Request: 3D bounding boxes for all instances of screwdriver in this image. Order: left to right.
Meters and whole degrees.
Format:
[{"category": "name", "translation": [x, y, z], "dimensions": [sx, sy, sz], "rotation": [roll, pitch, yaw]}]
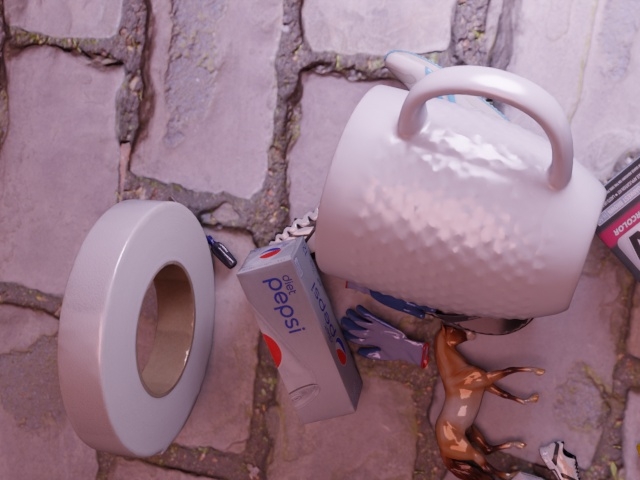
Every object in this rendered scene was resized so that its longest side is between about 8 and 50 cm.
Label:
[{"category": "screwdriver", "translation": [-0.202, -0.017, 1.418], "dimensions": [0.024, 0.025, 0.170], "rotation": [-46, 76, 17]}]

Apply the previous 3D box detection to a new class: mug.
[{"category": "mug", "translation": [0.196, -0.066, 1.080], "dimensions": [0.328, 0.276, 0.374], "rotation": [18, 142, 16]}]

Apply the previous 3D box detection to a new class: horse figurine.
[{"category": "horse figurine", "translation": [0.246, 0.274, 1.309], "dimensions": [0.174, 0.066, 0.263], "rotation": [12, 100, 11]}]

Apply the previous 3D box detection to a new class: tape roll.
[{"category": "tape roll", "translation": [-0.263, 0.132, 1.260], "dimensions": [0.072, 0.392, 0.392], "rotation": [3, 98, 15]}]

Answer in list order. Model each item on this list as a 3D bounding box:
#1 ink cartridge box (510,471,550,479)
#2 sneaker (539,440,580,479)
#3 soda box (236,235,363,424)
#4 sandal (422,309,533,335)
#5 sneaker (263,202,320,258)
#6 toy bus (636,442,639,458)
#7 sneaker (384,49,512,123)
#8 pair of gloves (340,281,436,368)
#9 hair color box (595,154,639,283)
[{"category": "ink cartridge box", "translation": [0.287, 0.517, 1.258], "dimensions": [0.273, 0.115, 0.198], "rotation": [-48, 43, 16]}, {"category": "sneaker", "translation": [0.389, 0.363, 1.296], "dimensions": [0.044, 0.040, 0.109], "rotation": [-36, 88, 15]}, {"category": "soda box", "translation": [-0.029, 0.145, 1.313], "dimensions": [0.098, 0.091, 0.286], "rotation": [-15, 110, 17]}, {"category": "sandal", "translation": [0.212, 0.091, 1.291], "dimensions": [0.254, 0.054, 0.097], "rotation": [8, 90, 14]}, {"category": "sneaker", "translation": [0.000, 0.000, 1.331], "dimensions": [0.234, 0.078, 0.106], "rotation": [-39, 84, 14]}, {"category": "toy bus", "translation": [0.569, 0.316, 1.207], "dimensions": [0.191, 0.104, 0.202], "rotation": [15, 102, 12]}, {"category": "sneaker", "translation": [0.181, -0.202, 1.249], "dimensions": [0.229, 0.087, 0.092], "rotation": [39, 101, 7]}, {"category": "pair of gloves", "translation": [0.108, 0.113, 1.312], "dimensions": [0.159, 0.023, 0.198], "rotation": [17, 122, 19]}, {"category": "hair color box", "translation": [0.552, 0.033, 1.130], "dimensions": [0.374, 0.113, 0.185], "rotation": [51, 119, 10]}]
